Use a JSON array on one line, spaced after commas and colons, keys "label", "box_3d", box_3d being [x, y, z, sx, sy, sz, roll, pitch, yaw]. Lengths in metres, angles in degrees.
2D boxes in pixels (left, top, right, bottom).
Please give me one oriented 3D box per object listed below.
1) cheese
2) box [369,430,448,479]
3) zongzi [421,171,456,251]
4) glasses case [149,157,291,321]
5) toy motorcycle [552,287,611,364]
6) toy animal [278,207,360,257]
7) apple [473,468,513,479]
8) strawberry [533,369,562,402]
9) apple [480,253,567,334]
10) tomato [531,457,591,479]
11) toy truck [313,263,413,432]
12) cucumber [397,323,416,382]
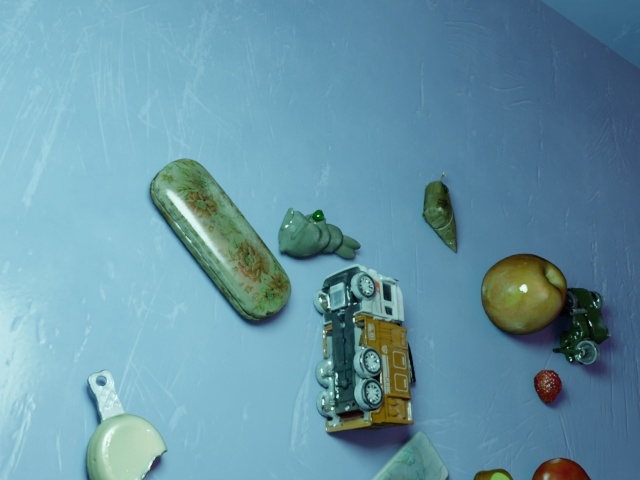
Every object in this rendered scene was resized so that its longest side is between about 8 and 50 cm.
[{"label": "cheese", "box_3d": [-0.406, 0.387, 1.507, 0.249, 0.071, 0.163, 53, 48, -4]}, {"label": "box", "box_3d": [0.199, 0.595, 1.872, 0.285, 0.044, 0.142, -35, 96, -40]}, {"label": "zongzi", "box_3d": [0.369, -0.082, 2.309, 0.178, 0.081, 0.189, 54, 31, -31]}, {"label": "glasses case", "box_3d": [-0.229, -0.003, 1.800, 0.425, 0.098, 0.156, 53, 45, -4]}, {"label": "toy motorcycle", "box_3d": [0.818, 0.263, 2.433, 0.205, 0.127, 0.275, 5, 60, -36]}, {"label": "toy animal", "box_3d": [-0.008, -0.006, 1.978, 0.108, 0.138, 0.236, 40, 10, 36]}, {"label": "apple", "box_3d": [0.445, 0.637, 1.995, 0.114, 0.099, 0.102, 4, 58, -7]}, {"label": "strawberry", "box_3d": [0.665, 0.428, 2.270, 0.083, 0.083, 0.096, 9, 71, -33]}, {"label": "apple", "box_3d": [0.598, 0.151, 2.247, 0.253, 0.253, 0.253, 16, 61, -30]}, {"label": "tomato", "box_3d": [0.655, 0.688, 2.098, 0.195, 0.136, 0.195, 14, 64, -32]}, {"label": "toy truck", "box_3d": [0.114, 0.266, 1.883, 0.207, 0.173, 0.388, 15, 64, -38]}, {"label": "cucumber", "box_3d": [0.219, 0.296, 2.031, 0.039, 0.043, 0.163, -12, 68, 4]}]
